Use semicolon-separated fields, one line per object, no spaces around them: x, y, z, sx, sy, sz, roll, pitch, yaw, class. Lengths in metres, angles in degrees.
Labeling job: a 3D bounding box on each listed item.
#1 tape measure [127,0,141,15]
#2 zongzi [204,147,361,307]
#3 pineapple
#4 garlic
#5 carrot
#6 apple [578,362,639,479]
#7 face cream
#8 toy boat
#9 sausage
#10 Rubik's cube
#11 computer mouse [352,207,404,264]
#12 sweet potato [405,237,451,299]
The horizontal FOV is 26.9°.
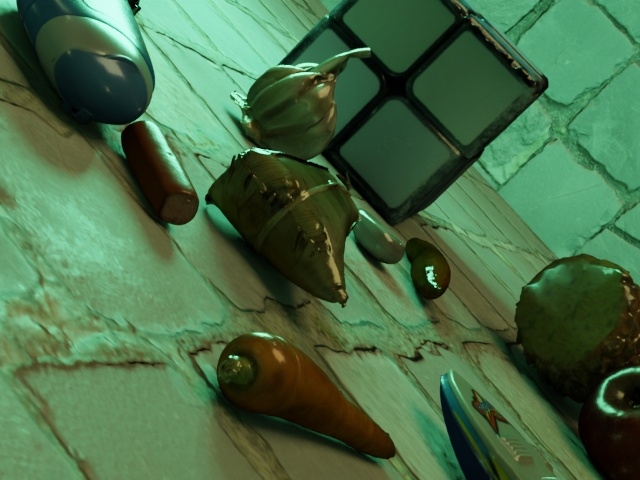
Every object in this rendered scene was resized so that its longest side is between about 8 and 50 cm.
-0.256;-0.300;1.595;0.091;0.054;0.094;42;6;-7;tape measure
0.000;0.000;1.345;0.197;0.099;0.194;49;19;23;zongzi
0.429;0.173;2.021;0.362;0.202;0.202;46;8;-49;pineapple
-0.011;-0.188;1.745;0.127;0.194;0.131;49;3;-32;garlic
-0.001;0.126;1.052;0.256;0.061;0.061;34;17;-52;carrot
0.430;0.261;1.834;0.156;0.147;0.158;-100;171;-51;apple
-0.224;-0.192;1.280;0.149;0.083;0.264;34;17;-32;face cream
0.199;0.234;1.276;0.129;0.088;0.295;28;22;-55;toy boat
-0.148;-0.065;1.214;0.039;0.041;0.131;8;33;-35;sausage
0.143;-0.244;2.119;0.316;0.313;0.318;46;14;5;Rubik's cube
0.070;-0.002;1.739;0.066;0.039;0.096;34;9;-44;computer mouse
0.149;0.038;1.836;0.057;0.057;0.264;44;8;-8;sweet potato
